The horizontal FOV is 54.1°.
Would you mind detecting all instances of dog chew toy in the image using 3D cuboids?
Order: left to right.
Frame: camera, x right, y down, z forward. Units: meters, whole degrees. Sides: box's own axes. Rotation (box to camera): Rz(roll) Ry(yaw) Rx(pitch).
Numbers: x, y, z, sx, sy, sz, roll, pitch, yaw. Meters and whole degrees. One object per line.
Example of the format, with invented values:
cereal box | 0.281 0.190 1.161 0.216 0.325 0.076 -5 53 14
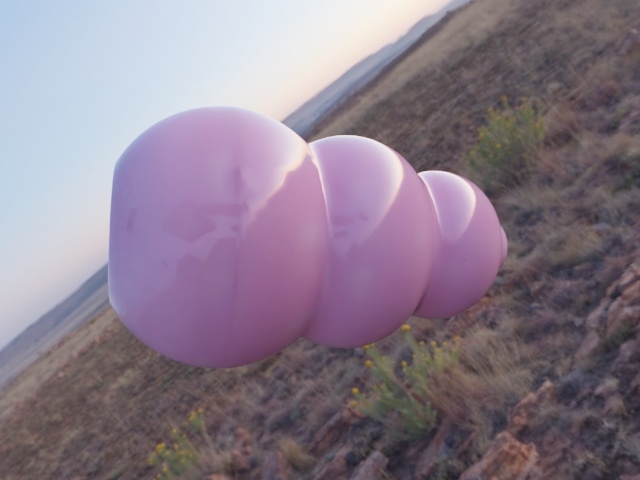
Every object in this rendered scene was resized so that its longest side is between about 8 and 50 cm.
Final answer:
dog chew toy | 0.000 0.000 0.523 0.331 0.207 0.206 2 -2 -16
